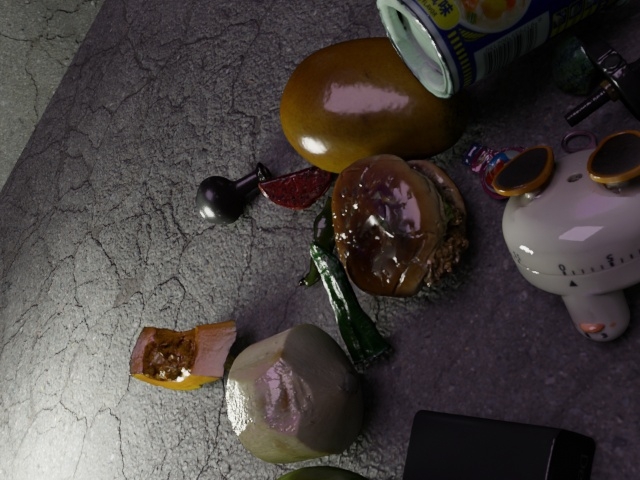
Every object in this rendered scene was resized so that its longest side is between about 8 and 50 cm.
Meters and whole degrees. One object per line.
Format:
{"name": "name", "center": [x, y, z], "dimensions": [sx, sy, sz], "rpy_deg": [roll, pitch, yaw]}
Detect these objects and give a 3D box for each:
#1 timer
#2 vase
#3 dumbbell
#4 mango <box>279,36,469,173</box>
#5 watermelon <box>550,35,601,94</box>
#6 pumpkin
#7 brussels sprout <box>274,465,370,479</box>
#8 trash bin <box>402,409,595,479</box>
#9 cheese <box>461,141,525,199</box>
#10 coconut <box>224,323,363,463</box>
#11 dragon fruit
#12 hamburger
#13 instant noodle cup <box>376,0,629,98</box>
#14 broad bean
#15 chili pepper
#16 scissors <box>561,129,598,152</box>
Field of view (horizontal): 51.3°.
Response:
{"name": "timer", "center": [0.373, -0.009, 0.907], "dimensions": [0.234, 0.240, 0.233], "rpy_deg": [-25, 27, 14]}
{"name": "vase", "center": [-0.195, -0.113, 1.537], "dimensions": [0.183, 0.120, 0.120], "rpy_deg": [-29, 51, 12]}
{"name": "dumbbell", "center": [0.485, -0.268, 0.930], "dimensions": [0.325, 0.143, 0.143], "rpy_deg": [-38, 48, 24]}
{"name": "mango", "center": [0.099, -0.251, 1.245], "dimensions": [0.378, 0.221, 0.263], "rpy_deg": [10, 73, 35]}
{"name": "watermelon", "center": [0.410, -0.286, 1.067], "dimensions": [0.085, 0.092, 0.072], "rpy_deg": [18, 44, 38]}
{"name": "pumpkin", "center": [-0.270, 0.248, 1.427], "dimensions": [0.248, 0.126, 0.130], "rpy_deg": [-2, 60, 23]}
{"name": "brussels sprout", "center": [-0.009, 0.483, 0.942], "dimensions": [0.344, 0.268, 0.343], "rpy_deg": [-17, 68, 48]}
{"name": "trash bin", "center": [0.233, 0.326, 0.908], "dimensions": [0.226, 0.115, 0.165], "rpy_deg": [-3, 70, 47]}
{"name": "cheese", "center": [0.296, -0.122, 1.115], "dimensions": [0.095, 0.038, 0.145], "rpy_deg": [-56, 44, 6]}
{"name": "coconut", "center": [-0.037, 0.258, 1.120], "dimensions": [0.241, 0.241, 0.241], "rpy_deg": [-21, 57, 36]}
{"name": "dragon fruit", "center": [-0.037, -0.113, 1.408], "dimensions": [0.162, 0.083, 0.106], "rpy_deg": [-19, 11, 10]}
{"name": "hamburger", "center": [0.128, -0.017, 1.136], "dimensions": [0.286, 0.146, 0.243], "rpy_deg": [51, 127, 32]}
{"name": "instant noodle cup", "center": [0.267, -0.385, 1.032], "dimensions": [0.312, 0.284, 0.284], "rpy_deg": [-36, 46, -1]}
{"name": "broad bean", "center": [0.005, 0.004, 1.328], "dimensions": [0.061, 0.046, 0.195], "rpy_deg": [13, 81, 44]}
{"name": "chili pepper", "center": [0.036, 0.100, 1.148], "dimensions": [0.088, 0.059, 0.226], "rpy_deg": [-24, 95, 45]}
{"name": "scissors", "center": [0.435, -0.126, 0.996], "dimensions": [0.176, 0.022, 0.085], "rpy_deg": [10, 76, 48]}
